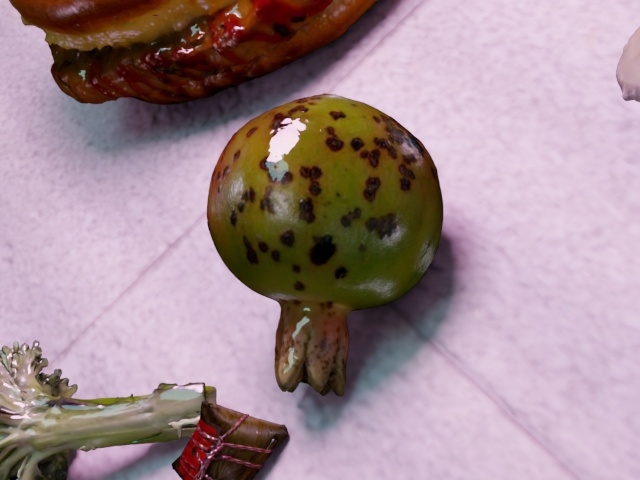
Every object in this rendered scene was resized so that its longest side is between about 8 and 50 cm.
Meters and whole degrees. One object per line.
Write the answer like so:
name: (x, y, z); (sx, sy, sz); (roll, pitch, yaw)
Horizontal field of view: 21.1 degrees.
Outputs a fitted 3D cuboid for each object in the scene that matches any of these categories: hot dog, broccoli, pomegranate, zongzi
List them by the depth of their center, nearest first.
zongzi: (-0.067, 0.157, 1.136); (0.083, 0.067, 0.073); (-46, 41, 30)
pomegranate: (0.000, 0.000, 1.147); (0.159, 0.159, 0.205); (-2, 79, 45)
broccoli: (-0.168, 0.130, 1.228); (0.204, 0.118, 0.122); (-5, 16, 22)
hot dog: (-0.108, -0.232, 1.466); (0.405, 0.185, 0.223); (-16, 41, 34)

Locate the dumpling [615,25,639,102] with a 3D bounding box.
dumpling: (0.253, -0.111, 1.047); (0.150, 0.092, 0.176); (-22, 38, 25)
